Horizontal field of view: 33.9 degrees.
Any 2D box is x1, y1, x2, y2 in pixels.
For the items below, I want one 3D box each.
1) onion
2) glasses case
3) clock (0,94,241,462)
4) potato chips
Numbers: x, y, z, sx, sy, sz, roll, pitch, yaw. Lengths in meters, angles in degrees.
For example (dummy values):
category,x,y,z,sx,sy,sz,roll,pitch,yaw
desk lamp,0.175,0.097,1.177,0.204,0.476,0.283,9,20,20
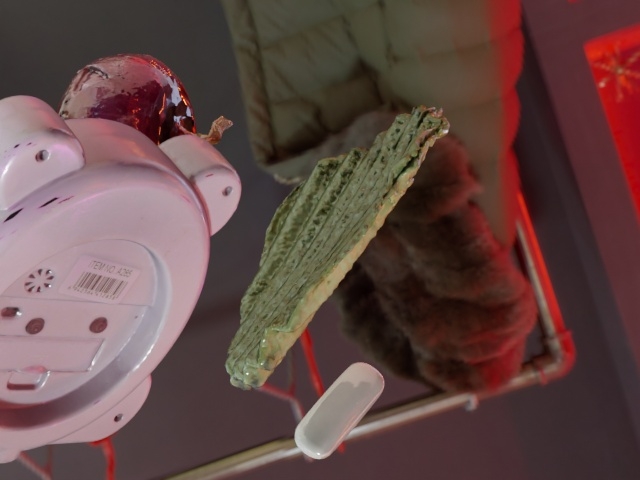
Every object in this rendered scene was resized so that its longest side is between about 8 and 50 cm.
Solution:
category,x,y,z,sx,sy,sz,roll,pitch,yaw
onion,-0.198,-0.105,1.093,0.153,0.177,0.177,29,-151,31
glasses case,0.028,0.243,1.509,0.164,0.063,0.041,-47,160,-27
clock,-0.231,0.040,0.899,0.296,0.113,0.322,9,120,-48
potato chips,0.000,0.000,1.269,0.429,0.070,0.358,-58,-166,-27
